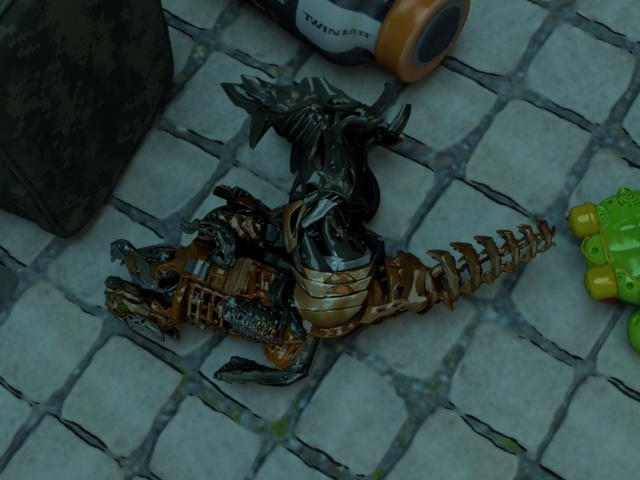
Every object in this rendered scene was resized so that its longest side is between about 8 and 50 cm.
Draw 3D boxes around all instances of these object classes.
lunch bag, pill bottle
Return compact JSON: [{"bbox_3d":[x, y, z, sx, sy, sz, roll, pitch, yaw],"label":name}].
[{"bbox_3d":[-0.276,-0.167,0.906,0.256,0.305,0.212,26,73,14],"label":"lunch bag"},{"bbox_3d":[0.002,-0.228,0.970,0.245,0.130,0.130,39,80,20],"label":"pill bottle"}]

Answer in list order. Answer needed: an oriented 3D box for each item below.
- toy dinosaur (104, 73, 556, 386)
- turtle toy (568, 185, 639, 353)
[{"bbox_3d":[0.000,0.000,0.903,0.322,0.164,0.218,0,84,-10],"label":"toy dinosaur"},{"bbox_3d":[0.235,0.021,0.872,0.095,0.066,0.130,-11,69,5],"label":"turtle toy"}]
